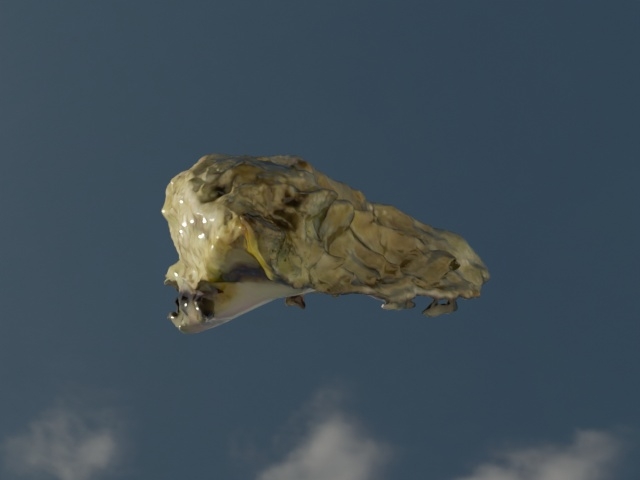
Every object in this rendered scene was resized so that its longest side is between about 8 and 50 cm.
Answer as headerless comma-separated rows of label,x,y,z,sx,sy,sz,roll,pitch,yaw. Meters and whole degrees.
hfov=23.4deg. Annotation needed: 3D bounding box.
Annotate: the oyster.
oyster,-0.004,0.000,0.654,0.209,0.133,0.072,-1,-89,-50
